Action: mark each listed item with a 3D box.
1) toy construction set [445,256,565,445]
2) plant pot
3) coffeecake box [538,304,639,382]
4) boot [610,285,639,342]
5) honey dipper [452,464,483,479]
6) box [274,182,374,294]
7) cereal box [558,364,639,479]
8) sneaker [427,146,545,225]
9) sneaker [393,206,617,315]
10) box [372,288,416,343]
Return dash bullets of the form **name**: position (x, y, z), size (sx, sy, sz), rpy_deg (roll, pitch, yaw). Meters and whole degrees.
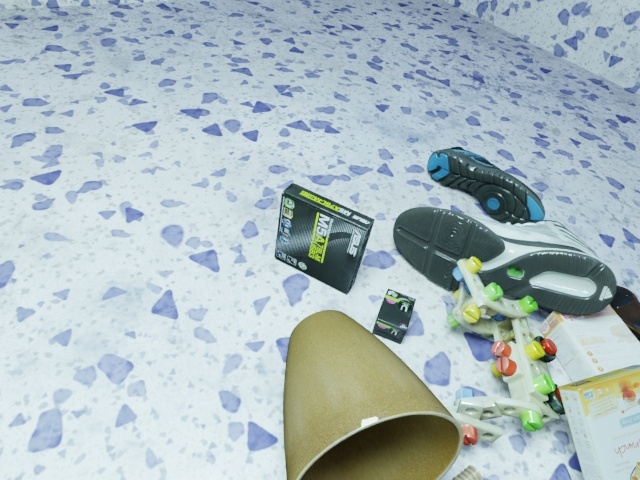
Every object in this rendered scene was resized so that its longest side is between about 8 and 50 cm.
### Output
- **toy construction set**: position (0.312, 0.203, 0.735), size (0.215, 0.151, 0.328), rpy_deg (33, 52, -13)
- **plant pot**: position (0.038, 0.230, 0.625), size (0.237, 0.237, 0.254), rpy_deg (-7, 34, -17)
- **coffeecake box**: position (0.551, 0.225, 0.817), size (0.142, 0.068, 0.185), rpy_deg (-3, 47, -13)
- **boot**: position (0.662, 0.177, 0.894), size (0.082, 0.106, 0.219), rpy_deg (-27, 22, 4)
- **honey dipper**: position (0.174, 0.389, 0.613), size (0.160, 0.030, 0.030), rpy_deg (-22, 54, -26)
- **box**: position (0.000, 0.000, 0.846), size (0.184, 0.191, 0.045), rpy_deg (28, 45, 15)
- **cereal box**: position (0.480, 0.329, 0.640), size (0.173, 0.047, 0.240), rpy_deg (-8, 78, -17)
- **sneaker**: position (0.469, -0.166, 1.147), size (0.341, 0.125, 0.139), rpy_deg (41, 47, 24)
- **sneaker**: position (0.405, 0.021, 0.967), size (0.447, 0.169, 0.257), rpy_deg (19, 21, 22)
- **box**: position (0.146, 0.149, 0.824), size (0.062, 0.052, 0.083), rpy_deg (20, 47, 11)
